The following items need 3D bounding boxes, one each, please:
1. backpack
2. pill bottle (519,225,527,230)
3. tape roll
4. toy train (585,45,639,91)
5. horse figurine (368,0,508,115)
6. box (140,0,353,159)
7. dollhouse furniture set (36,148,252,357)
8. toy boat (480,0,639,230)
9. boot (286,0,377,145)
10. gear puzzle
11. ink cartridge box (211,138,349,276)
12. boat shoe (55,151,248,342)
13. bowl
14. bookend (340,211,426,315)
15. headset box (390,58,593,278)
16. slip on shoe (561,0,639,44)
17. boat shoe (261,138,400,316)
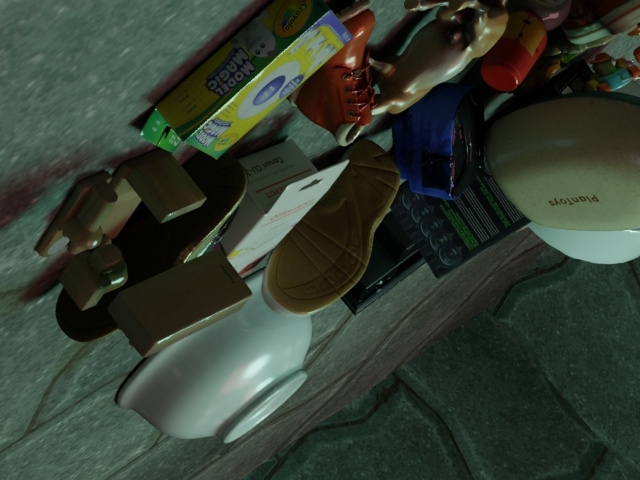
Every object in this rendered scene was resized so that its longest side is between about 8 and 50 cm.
[{"bbox_3d":[0.133,-0.121,1.795,0.098,0.101,0.120,-53,149,-54],"label":"backpack"},{"bbox_3d":[0.285,-0.082,2.424,0.121,0.121,0.216,-41,169,3],"label":"pill bottle"},{"bbox_3d":[0.399,-0.112,2.264,0.286,0.286,0.100,-32,166,-35],"label":"tape roll"},{"bbox_3d":[0.392,-0.231,1.980,0.125,0.046,0.166,-25,-171,26],"label":"toy train"},{"bbox_3d":[0.105,-0.190,1.518,0.263,0.066,0.174,-43,164,26],"label":"horse figurine"},{"bbox_3d":[-0.060,-0.128,1.261,0.179,0.043,0.105,-40,169,6],"label":"box"},{"bbox_3d":[-0.156,0.033,1.297,0.144,0.151,0.123,-26,163,-46],"label":"dollhouse furniture set"},{"bbox_3d":[0.285,-0.144,1.728,0.267,0.318,0.148,0,-130,43],"label":"toy boat"},{"bbox_3d":[0.026,-0.146,1.372,0.059,0.084,0.158,-32,165,-29],"label":"boot"},{"bbox_3d":[0.350,-0.252,1.966,0.339,0.044,0.175,-33,-164,-33],"label":"gear puzzle"},{"bbox_3d":[-0.071,-0.030,1.557,0.198,0.067,0.115,-46,168,36],"label":"ink cartridge box"},{"bbox_3d":[-0.145,0.011,1.435,0.223,0.080,0.073,-46,164,5],"label":"boat shoe"},{"bbox_3d":[-0.112,0.172,2.069,0.298,0.134,0.298,-39,169,-9],"label":"bowl"},{"bbox_3d":[0.101,0.017,2.330,0.156,0.072,0.157,-36,168,-21],"label":"bookend"},{"bbox_3d":[0.239,-0.090,2.016,0.283,0.131,0.246,-33,-178,22],"label":"headset box"},{"bbox_3d":[0.332,-0.292,1.792,0.123,0.101,0.331,-28,-177,4],"label":"slip on shoe"},{"bbox_3d":[0.000,0.000,1.728,0.096,0.098,0.277,-34,-166,43],"label":"boat shoe"}]
